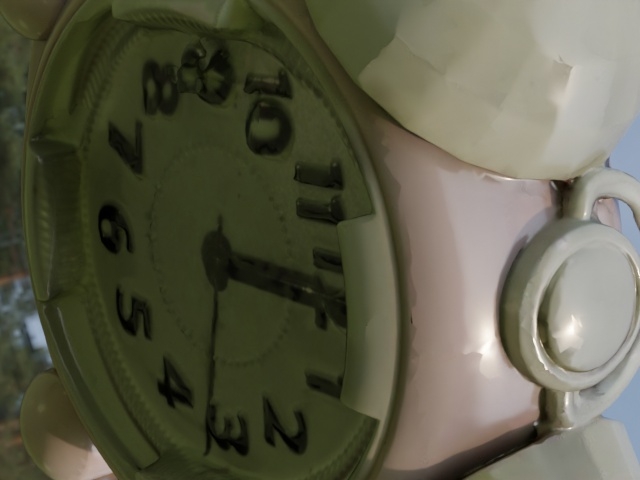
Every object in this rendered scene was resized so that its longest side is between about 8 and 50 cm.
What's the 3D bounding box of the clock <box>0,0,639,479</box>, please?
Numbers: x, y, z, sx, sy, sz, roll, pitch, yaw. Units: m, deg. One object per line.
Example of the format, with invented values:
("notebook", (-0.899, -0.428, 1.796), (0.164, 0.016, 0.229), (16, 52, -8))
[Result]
("clock", (0.000, 0.000, 0.653), (0.325, 0.184, 0.342), (16, -63, 51))
